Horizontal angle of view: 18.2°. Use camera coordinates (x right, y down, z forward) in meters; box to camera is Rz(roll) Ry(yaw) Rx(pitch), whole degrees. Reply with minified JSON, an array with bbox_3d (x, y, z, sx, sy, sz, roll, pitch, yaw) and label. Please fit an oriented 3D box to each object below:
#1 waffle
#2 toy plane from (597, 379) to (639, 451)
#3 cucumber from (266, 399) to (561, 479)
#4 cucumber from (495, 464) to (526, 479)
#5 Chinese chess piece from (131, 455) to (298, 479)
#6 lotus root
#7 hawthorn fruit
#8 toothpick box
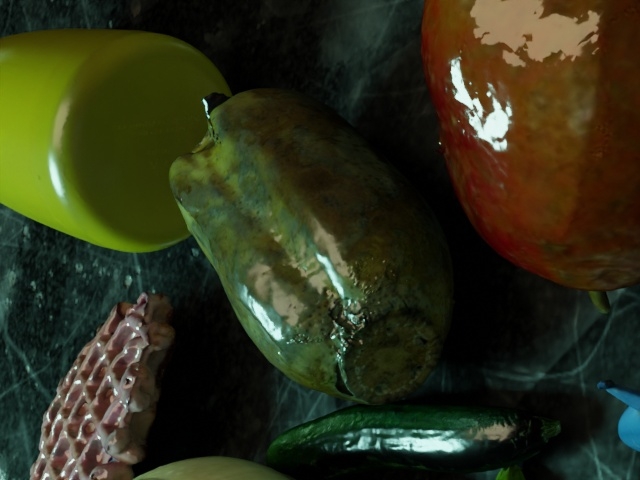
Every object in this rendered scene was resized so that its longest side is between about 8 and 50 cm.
[{"bbox_3d":[-0.185,0.157,1.613,0.234,0.055,0.221,-41,32,57],"label":"waffle"},{"bbox_3d":[0.264,0.082,1.106,0.271,0.105,0.254,-17,54,43],"label":"toy plane"},{"bbox_3d":[0.052,0.138,1.377,0.284,0.056,0.056,-14,71,49],"label":"cucumber"},{"bbox_3d":[0.136,0.216,1.271,0.039,0.039,0.168,-45,48,34],"label":"cucumber"},{"bbox_3d":[-0.073,0.290,1.425,0.270,0.112,0.270,2,92,51],"label":"Chinese chess piece"},{"bbox_3d":[0.000,0.000,1.401,0.152,0.160,0.275,-39,47,4],"label":"lotus root"},{"bbox_3d":[0.166,-0.075,1.184,0.224,0.224,0.261,31,121,49],"label":"hawthorn fruit"},{"bbox_3d":[-0.204,-0.093,1.658,0.271,0.175,0.175,15,92,54],"label":"toothpick box"}]
